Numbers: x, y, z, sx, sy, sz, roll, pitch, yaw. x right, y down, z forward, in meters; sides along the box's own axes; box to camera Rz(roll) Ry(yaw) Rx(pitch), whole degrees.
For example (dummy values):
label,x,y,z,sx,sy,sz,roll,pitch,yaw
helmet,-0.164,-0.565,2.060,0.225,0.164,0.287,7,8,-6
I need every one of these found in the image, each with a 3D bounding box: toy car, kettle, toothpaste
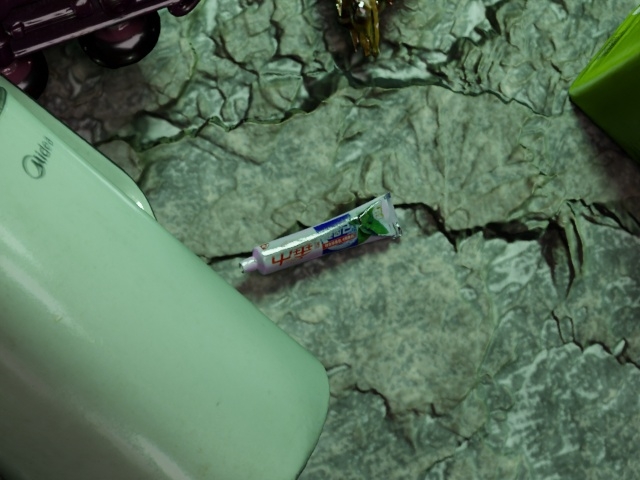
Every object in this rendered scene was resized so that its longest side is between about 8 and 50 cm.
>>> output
label,x,y,z,sx,sy,sz,roll,pitch,yaw
toy car,-0.264,-0.292,1.371,0.340,0.271,0.240,-20,62,-11
kettle,-0.201,0.042,1.290,0.376,0.250,0.361,45,28,-24
toothpaste,0.000,0.000,1.493,0.170,0.028,0.045,-19,92,-22

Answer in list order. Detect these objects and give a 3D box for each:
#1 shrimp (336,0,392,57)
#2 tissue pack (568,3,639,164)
label,x,y,z,sx,sy,sz,roll,pitch,yaw
shrimp,0.058,-0.310,1.529,0.145,0.061,0.267,5,83,-27
tissue pack,0.402,-0.161,1.506,0.200,0.274,0.167,42,73,-5
